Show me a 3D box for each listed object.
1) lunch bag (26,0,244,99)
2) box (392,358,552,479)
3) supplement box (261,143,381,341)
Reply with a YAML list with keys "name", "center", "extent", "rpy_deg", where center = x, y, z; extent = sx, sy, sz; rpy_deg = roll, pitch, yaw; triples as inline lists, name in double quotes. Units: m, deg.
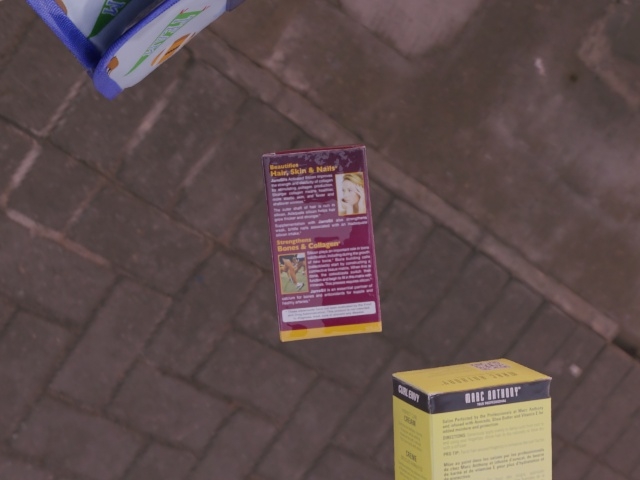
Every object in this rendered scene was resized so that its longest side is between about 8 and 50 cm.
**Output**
- name: "lunch bag"
  center: [-0.118, -0.299, 0.847]
  extent: [0.328, 0.239, 0.385]
  rpy_deg: [-39, 152, -3]
- name: "box"
  center: [0.096, 0.196, 0.729]
  extent: [0.087, 0.058, 0.232]
  rpy_deg: [-6, 97, -20]
- name: "supplement box"
  center: [0.000, 0.000, 1.179]
  extent: [0.104, 0.081, 0.188]
  rpy_deg: [-6, 95, -3]
